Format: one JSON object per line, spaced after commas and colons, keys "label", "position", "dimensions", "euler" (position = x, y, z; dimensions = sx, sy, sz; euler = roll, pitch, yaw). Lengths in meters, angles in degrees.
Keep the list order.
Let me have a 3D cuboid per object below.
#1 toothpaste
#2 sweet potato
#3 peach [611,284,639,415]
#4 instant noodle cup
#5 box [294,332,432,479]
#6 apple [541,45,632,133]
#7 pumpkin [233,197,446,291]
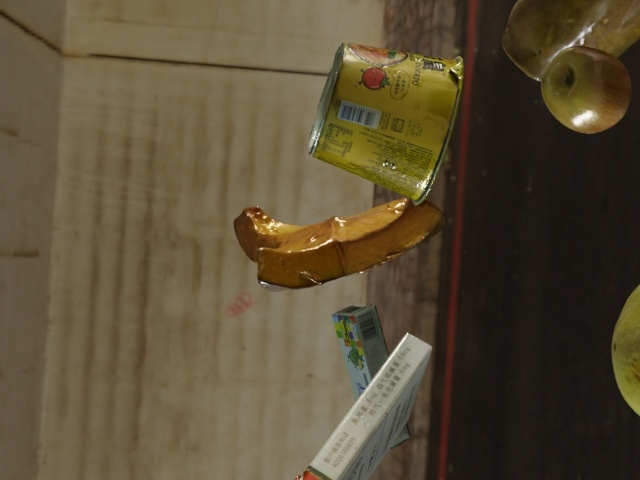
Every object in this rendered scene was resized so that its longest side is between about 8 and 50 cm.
{"label": "toothpaste", "position": [0.058, 0.152, 1.045], "dimensions": [0.046, 0.034, 0.164], "euler": [-3, 105, 55]}
{"label": "sweet potato", "position": [0.379, -0.348, 1.118], "dimensions": [0.370, 0.157, 0.158], "euler": [-53, 23, 32]}
{"label": "peach", "position": [0.639, 0.172, 1.483], "dimensions": [0.281, 0.314, 0.316], "euler": [-35, -20, -43]}
{"label": "instant noodle cup", "position": [0.071, -0.147, 1.089], "dimensions": [0.182, 0.144, 0.182], "euler": [-164, 90, -85]}
{"label": "box", "position": [0.022, 0.208, 0.849], "dimensions": [0.245, 0.035, 0.139], "euler": [-47, -21, -35]}
{"label": "apple", "position": [0.251, -0.144, 0.884], "dimensions": [0.084, 0.071, 0.084], "euler": [-20, 66, 54]}
{"label": "pumpkin", "position": [0.018, -0.007, 1.260], "dimensions": [0.290, 0.258, 0.095], "euler": [-125, 20, -77]}
